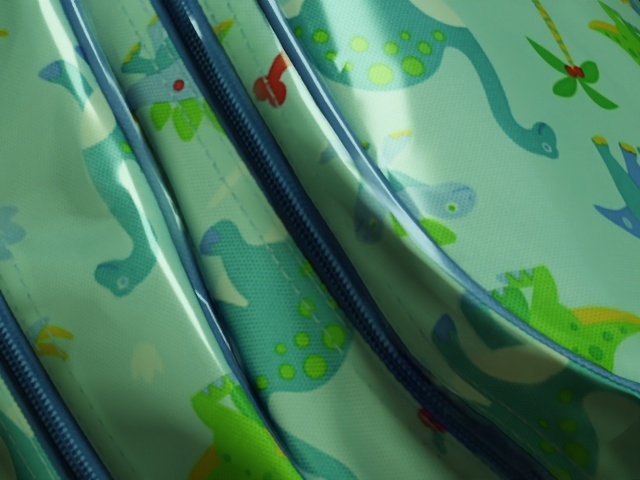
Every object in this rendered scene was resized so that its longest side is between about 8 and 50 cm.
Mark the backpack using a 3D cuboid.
[{"bbox_3d":[0.000,0.000,0.513,0.273,0.356,0.290,-26,-30,32],"label":"backpack"}]
